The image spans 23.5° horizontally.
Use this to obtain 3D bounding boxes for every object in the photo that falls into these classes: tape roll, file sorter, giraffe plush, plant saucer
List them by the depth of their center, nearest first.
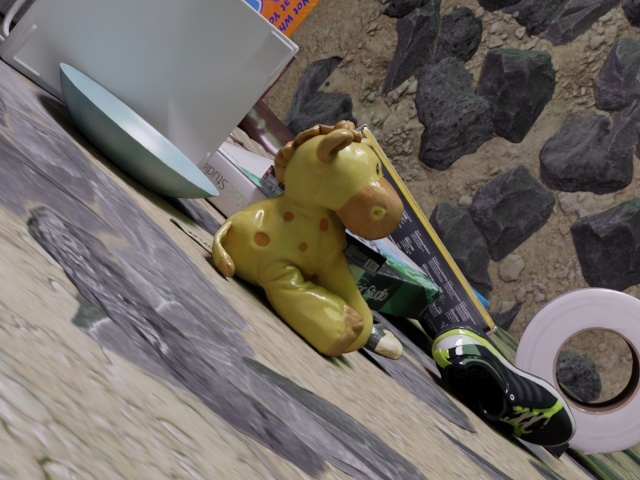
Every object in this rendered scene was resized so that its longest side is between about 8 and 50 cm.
[{"bbox_3d":[-0.001,-0.020,1.394,0.210,0.170,0.181,39,5,-22],"label":"giraffe plush"},{"bbox_3d":[-0.181,-0.092,1.461,0.195,0.037,0.195,39,5,-4],"label":"plant saucer"},{"bbox_3d":[-0.206,-0.227,1.610,0.277,0.193,0.173,36,4,-45],"label":"file sorter"},{"bbox_3d":[0.417,0.192,2.330,0.246,0.246,0.169,41,4,7],"label":"tape roll"}]

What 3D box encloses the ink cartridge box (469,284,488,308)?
[{"bbox_3d":[0.160,0.055,2.546,0.203,0.086,0.148,38,5,-36],"label":"ink cartridge box"}]

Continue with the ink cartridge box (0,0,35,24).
[{"bbox_3d":[-0.292,-0.285,1.834,0.175,0.127,0.072,37,5,-33],"label":"ink cartridge box"}]

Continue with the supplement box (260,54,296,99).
[{"bbox_3d":[-0.145,-0.274,2.554,0.104,0.188,0.081,36,5,-41],"label":"supplement box"}]

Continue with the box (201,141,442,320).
[{"bbox_3d":[-0.007,-0.011,1.803,0.232,0.058,0.322,43,12,24],"label":"box"}]

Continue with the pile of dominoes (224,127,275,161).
[{"bbox_3d":[-0.076,-0.072,2.043,0.251,0.040,0.196,39,14,-25],"label":"pile of dominoes"}]

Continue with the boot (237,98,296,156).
[{"bbox_3d":[-0.054,-0.156,2.406,0.207,0.090,0.248,58,17,-6],"label":"boot"}]

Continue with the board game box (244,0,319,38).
[{"bbox_3d":[-0.245,-0.430,2.166,0.356,0.356,0.356,36,7,-46],"label":"board game box"}]

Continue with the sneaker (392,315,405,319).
[{"bbox_3d":[0.097,0.083,2.062,0.057,0.047,0.119,52,5,-3],"label":"sneaker"}]

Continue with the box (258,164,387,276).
[{"bbox_3d":[0.002,-0.022,1.650,0.137,0.027,0.094,33,11,-26],"label":"box"}]

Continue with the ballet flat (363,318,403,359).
[{"bbox_3d":[0.020,0.059,1.571,0.173,0.049,0.057,42,6,13],"label":"ballet flat"}]

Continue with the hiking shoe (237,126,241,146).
[{"bbox_3d":[-0.080,-0.145,2.504,0.114,0.086,0.227,41,6,15],"label":"hiking shoe"}]

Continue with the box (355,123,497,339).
[{"bbox_3d":[0.108,-0.004,2.110,0.322,0.079,0.257,57,-3,-4],"label":"box"}]

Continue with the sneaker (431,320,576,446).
[{"bbox_3d":[0.214,0.195,1.854,0.234,0.084,0.097,38,29,-20],"label":"sneaker"}]

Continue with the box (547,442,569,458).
[{"bbox_3d":[0.283,0.237,2.149,0.116,0.029,0.162,40,3,-8],"label":"box"}]
